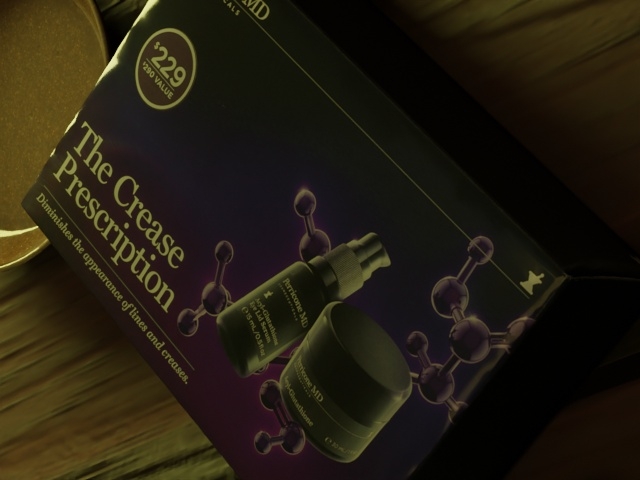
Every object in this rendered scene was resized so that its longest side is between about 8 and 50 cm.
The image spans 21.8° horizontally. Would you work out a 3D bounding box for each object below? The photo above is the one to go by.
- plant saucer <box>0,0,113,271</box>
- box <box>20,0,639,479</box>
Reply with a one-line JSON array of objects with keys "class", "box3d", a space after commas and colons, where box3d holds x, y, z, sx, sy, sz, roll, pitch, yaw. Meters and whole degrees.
[{"class": "plant saucer", "box3d": [-0.184, -0.078, 0.958, 0.198, 0.036, 0.198, -3, 86, 35]}, {"class": "box", "box3d": [0.000, 0.000, 0.785, 0.261, 0.103, 0.184, 47, 111, 28]}]
